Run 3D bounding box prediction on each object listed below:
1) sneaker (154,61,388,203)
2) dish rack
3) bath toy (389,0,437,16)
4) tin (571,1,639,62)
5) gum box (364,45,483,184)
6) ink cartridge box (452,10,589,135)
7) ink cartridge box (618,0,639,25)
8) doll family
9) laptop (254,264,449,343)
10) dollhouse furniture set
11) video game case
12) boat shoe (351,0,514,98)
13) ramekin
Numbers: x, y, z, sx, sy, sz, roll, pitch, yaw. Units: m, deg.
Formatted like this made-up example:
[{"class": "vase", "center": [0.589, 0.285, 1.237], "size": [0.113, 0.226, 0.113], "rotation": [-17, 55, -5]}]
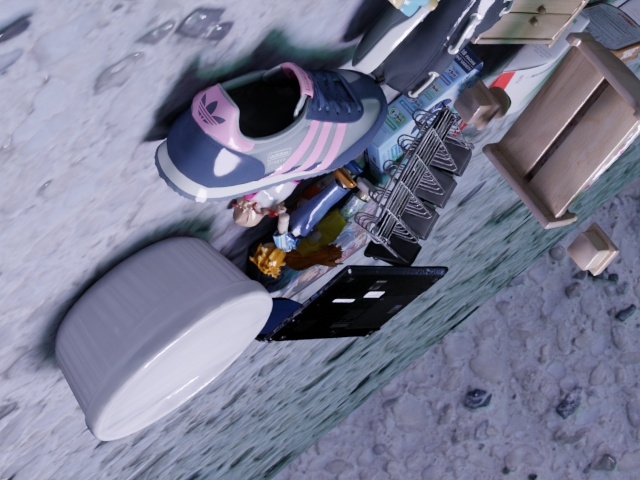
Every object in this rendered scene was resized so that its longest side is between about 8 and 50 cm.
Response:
[{"class": "sneaker", "center": [-0.020, -0.134, 1.304], "size": [0.319, 0.112, 0.131], "rotation": [-28, 163, -44]}, {"class": "dish rack", "center": [0.116, -0.073, 1.612], "size": [0.208, 0.074, 0.271], "rotation": [-62, 164, -3]}, {"class": "bath toy", "center": [0.166, -0.360, 1.117], "size": [0.348, 0.129, 0.151], "rotation": [-43, -157, 17]}, {"class": "tin", "center": [0.430, -0.314, 1.911], "size": [0.189, 0.106, 0.040], "rotation": [-24, 157, -49]}, {"class": "gum box", "center": [0.140, -0.170, 1.730], "size": [0.184, 0.041, 0.157], "rotation": [-40, 165, -7]}, {"class": "ink cartridge box", "center": [0.271, -0.213, 1.761], "size": [0.225, 0.056, 0.181], "rotation": [-50, 175, -16]}, {"class": "ink cartridge box", "center": [0.483, -0.326, 2.092], "size": [0.180, 0.060, 0.104], "rotation": [-36, 165, -17]}, {"class": "doll family", "center": [-0.015, -0.025, 1.611], "size": [0.163, 0.118, 0.263], "rotation": [-44, 165, 12]}, {"class": "laptop", "center": [-0.006, 0.062, 1.707], "size": [0.264, 0.137, 0.234], "rotation": [-42, 155, 30]}, {"class": "dollhouse furniture set", "center": [0.350, -0.195, 1.519], "size": [0.173, 0.356, 0.303], "rotation": [-9, 146, -43]}, {"class": "video game case", "center": [0.000, 0.000, 1.882], "size": [0.275, 0.035, 0.248], "rotation": [-35, 164, -21]}, {"class": "boat shoe", "center": [0.152, -0.258, 1.307], "size": [0.302, 0.091, 0.114], "rotation": [-39, -153, 48]}, {"class": "ramekin", "center": [-0.200, 0.111, 1.529], "size": [0.273, 0.127, 0.273], "rotation": [-38, 164, -13]}]
